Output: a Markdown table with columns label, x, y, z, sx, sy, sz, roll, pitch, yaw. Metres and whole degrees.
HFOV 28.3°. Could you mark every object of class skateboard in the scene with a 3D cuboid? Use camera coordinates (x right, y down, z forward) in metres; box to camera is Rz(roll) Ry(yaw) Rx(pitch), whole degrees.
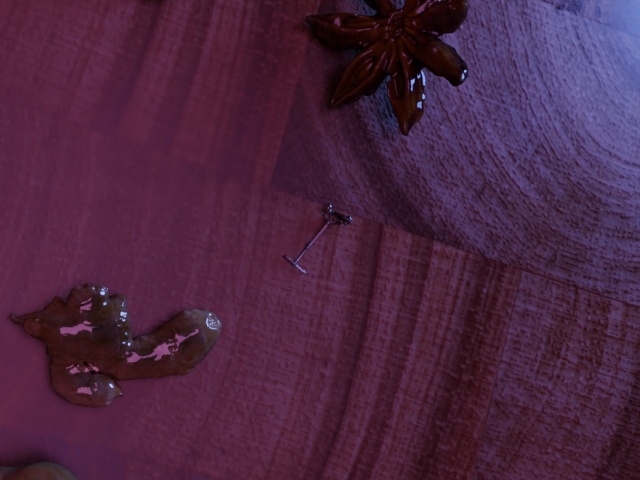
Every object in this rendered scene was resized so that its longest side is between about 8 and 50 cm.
| label | x | y | z | sx | sy | sz | roll | pitch | yaw |
| --- | --- | --- | --- | --- | --- | --- | --- | --- | --- |
| skateboard | 0.000 | 0.000 | 1.442 | 0.032 | 0.064 | 0.083 | 42 | 86 | -19 |

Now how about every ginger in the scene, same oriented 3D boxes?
| label | x | y | z | sx | sy | sz | roll | pitch | yaw |
| --- | --- | --- | --- | --- | --- | --- | --- | --- | --- |
| ginger | -0.210 | 0.100 | 1.360 | 0.214 | 0.059 | 0.133 | -19 | 96 | -17 |

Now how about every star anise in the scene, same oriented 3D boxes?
| label | x | y | z | sx | sy | sz | roll | pitch | yaw |
| --- | --- | --- | --- | --- | --- | --- | --- | --- | --- |
| star anise | 0.094 | -0.224 | 1.457 | 0.212 | 0.111 | 0.196 | -25 | 61 | 1 |

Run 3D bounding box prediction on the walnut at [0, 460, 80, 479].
| label | x | y | z | sx | sy | sz | roll | pitch | yaw |
| --- | --- | --- | --- | --- | --- | --- | --- | --- | --- |
| walnut | -0.291 | 0.304 | 1.279 | 0.166 | 0.149 | 0.167 | 1 | 94 | 14 |
